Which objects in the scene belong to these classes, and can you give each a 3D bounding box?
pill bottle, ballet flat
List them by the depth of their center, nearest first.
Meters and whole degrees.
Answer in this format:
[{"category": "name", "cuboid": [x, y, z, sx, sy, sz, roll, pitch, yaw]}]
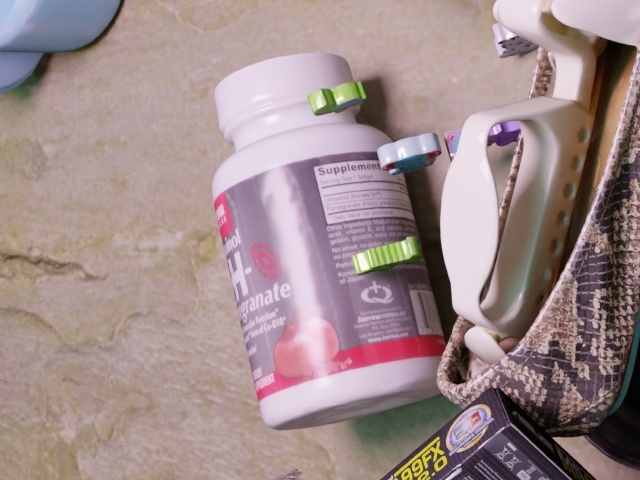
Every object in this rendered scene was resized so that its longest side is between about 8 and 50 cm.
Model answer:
[{"category": "ballet flat", "cuboid": [0.192, -0.088, 1.170, 0.164, 0.182, 0.483, 23, 99, 62]}, {"category": "pill bottle", "cuboid": [0.000, 0.000, 1.409, 0.176, 0.176, 0.319, -24, 74, 42]}]

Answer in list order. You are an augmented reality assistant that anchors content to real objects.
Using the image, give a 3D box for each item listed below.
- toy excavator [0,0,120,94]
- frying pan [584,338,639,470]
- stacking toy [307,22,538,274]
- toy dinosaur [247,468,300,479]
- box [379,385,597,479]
[{"category": "toy excavator", "cuboid": [-0.275, -0.341, 1.682, 0.445, 0.222, 0.433, 21, 105, 28]}, {"category": "frying pan", "cuboid": [0.303, 0.129, 1.204, 0.326, 0.053, 0.197, 52, 123, 30]}, {"category": "stacking toy", "cuboid": [0.111, -0.082, 1.309, 0.221, 0.052, 0.167, -17, 75, 2]}, {"category": "toy dinosaur", "cuboid": [-0.057, 0.265, 1.548, 0.082, 0.090, 0.047, 175, 76, -75]}, {"category": "box", "cuboid": [0.143, 0.269, 1.189, 0.216, 0.270, 0.060, -42, 22, 13]}]
